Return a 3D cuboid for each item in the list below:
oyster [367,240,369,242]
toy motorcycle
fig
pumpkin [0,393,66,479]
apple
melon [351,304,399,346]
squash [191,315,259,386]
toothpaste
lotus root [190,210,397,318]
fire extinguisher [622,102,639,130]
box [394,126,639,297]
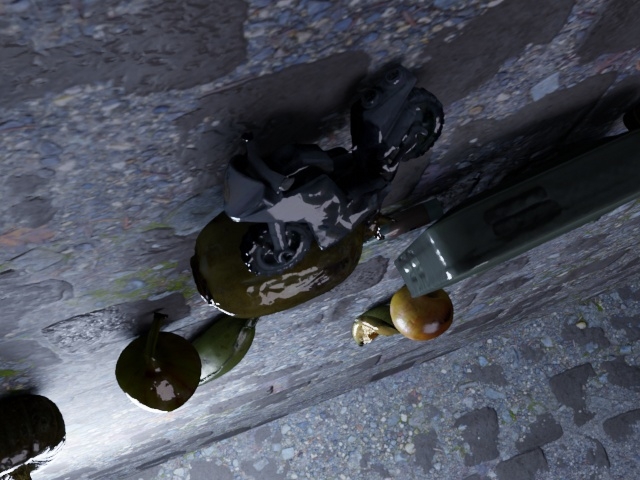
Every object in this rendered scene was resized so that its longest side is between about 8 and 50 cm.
[{"bbox_3d":[0.003,0.002,1.160,0.108,0.053,0.166,-2,-175,34],"label":"oyster"},{"bbox_3d":[0.004,-0.078,0.809,0.270,0.106,0.159,-43,135,5],"label":"toy motorcycle"},{"bbox_3d":[-0.272,0.219,1.325,0.148,0.142,0.186,-46,180,-12],"label":"fig"},{"bbox_3d":[-0.571,0.382,1.428,0.219,0.162,0.219,-24,165,-7],"label":"pumpkin"},{"bbox_3d":[0.237,0.160,1.781,0.146,0.146,0.146,-20,163,-7],"label":"apple"},{"bbox_3d":[0.145,0.191,1.884,0.128,0.079,0.160,-36,-178,-38],"label":"melon"},{"bbox_3d":[-0.196,0.210,1.484,0.094,0.094,0.341,-5,155,-44],"label":"squash"},{"bbox_3d":[0.097,-0.014,1.253,0.205,0.036,0.056,-22,-165,3],"label":"toothpaste"},{"bbox_3d":[-0.024,0.000,0.956,0.278,0.154,0.154,-20,163,-12],"label":"lotus root"},{"bbox_3d":[0.525,-0.216,1.160,0.064,0.043,0.158,-30,172,-39],"label":"fire extinguisher"},{"bbox_3d":[0.328,-0.036,1.260,0.396,0.111,0.396,-23,173,-8],"label":"box"}]
